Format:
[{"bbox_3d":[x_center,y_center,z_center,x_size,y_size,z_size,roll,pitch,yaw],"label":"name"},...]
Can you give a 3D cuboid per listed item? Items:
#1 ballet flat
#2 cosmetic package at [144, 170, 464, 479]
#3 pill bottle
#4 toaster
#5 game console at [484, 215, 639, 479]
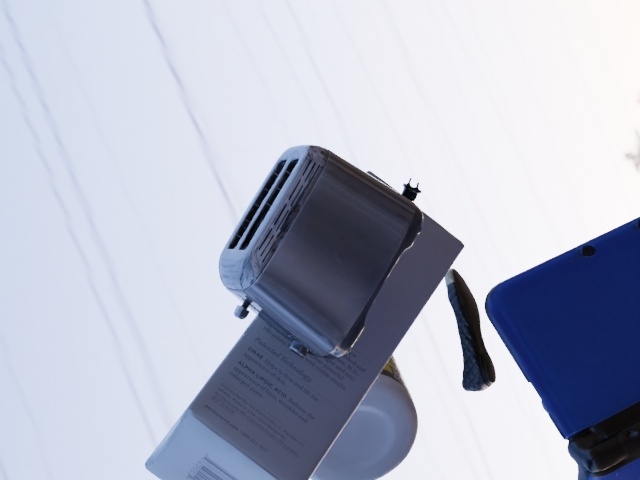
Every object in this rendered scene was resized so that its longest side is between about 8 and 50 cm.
[{"bbox_3d":[0.195,0.122,1.950,0.057,0.049,0.173,5,-111,-61],"label":"ballet flat"},{"bbox_3d":[-0.015,0.129,1.647,0.156,0.217,0.385,36,-122,-2],"label":"cosmetic package"},{"bbox_3d":[0.015,0.187,2.085,0.188,0.188,0.334,51,-171,-32],"label":"pill bottle"},{"bbox_3d":[0.000,0.000,1.471,0.146,0.227,0.129,34,171,-18],"label":"toaster"},{"bbox_3d":[0.317,0.131,1.336,0.173,0.293,0.250,44,150,46],"label":"game console"}]
